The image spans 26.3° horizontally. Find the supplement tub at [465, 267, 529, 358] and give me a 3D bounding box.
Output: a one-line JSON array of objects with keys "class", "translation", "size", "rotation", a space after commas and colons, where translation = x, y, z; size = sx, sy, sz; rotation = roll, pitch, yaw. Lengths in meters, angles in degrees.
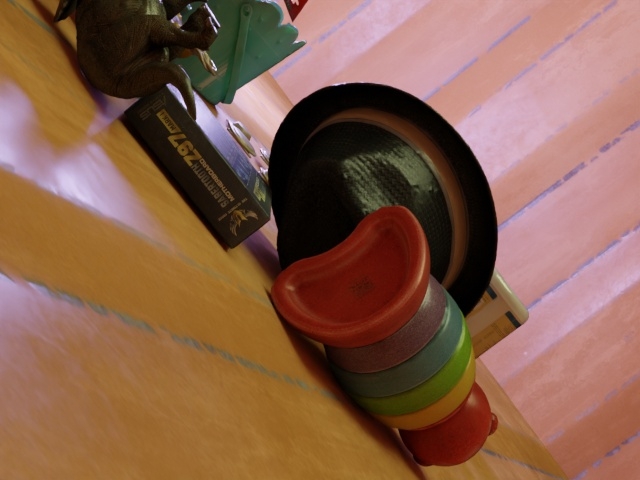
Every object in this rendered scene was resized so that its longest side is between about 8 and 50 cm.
[{"class": "supplement tub", "translation": [0.226, 0.128, 2.253], "size": [0.144, 0.200, 0.144], "rotation": [52, 6, -8]}]

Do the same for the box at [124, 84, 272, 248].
[{"class": "box", "translation": [-0.129, -0.094, 1.511], "size": [0.183, 0.059, 0.232], "rotation": [51, 5, -9]}]

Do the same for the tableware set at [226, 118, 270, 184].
[{"class": "tableware set", "translation": [-0.102, -0.136, 2.171], "size": [0.141, 0.020, 0.168], "rotation": [49, 8, -14]}]

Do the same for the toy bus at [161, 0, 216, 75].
[{"class": "toy bus", "translation": [-0.219, -0.261, 1.574], "size": [0.191, 0.104, 0.202], "rotation": [53, 8, -24]}]

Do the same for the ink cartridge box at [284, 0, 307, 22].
[{"class": "ink cartridge box", "translation": [-0.092, -0.444, 2.039], "size": [0.189, 0.066, 0.232], "rotation": [166, -93, -81]}]

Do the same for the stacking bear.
[{"class": "stacking bear", "translation": [0.098, 0.135, 1.497], "size": [0.289, 0.175, 0.164], "rotation": [57, 0, -36]}]

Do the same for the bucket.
[{"class": "bucket", "translation": [-0.170, -0.362, 2.195], "size": [0.281, 0.183, 0.281], "rotation": [52, 7, -8]}]

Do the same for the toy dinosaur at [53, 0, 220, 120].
[{"class": "toy dinosaur", "translation": [-0.191, -0.211, 1.391], "size": [0.313, 0.160, 0.121], "rotation": [63, 6, 26]}]

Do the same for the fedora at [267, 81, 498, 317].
[{"class": "fedora", "translation": [0.046, -0.010, 1.610], "size": [0.334, 0.334, 0.152], "rotation": [52, 36, -4]}]
